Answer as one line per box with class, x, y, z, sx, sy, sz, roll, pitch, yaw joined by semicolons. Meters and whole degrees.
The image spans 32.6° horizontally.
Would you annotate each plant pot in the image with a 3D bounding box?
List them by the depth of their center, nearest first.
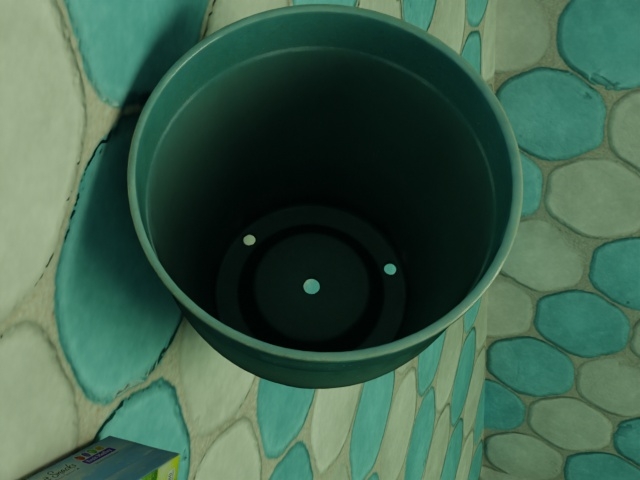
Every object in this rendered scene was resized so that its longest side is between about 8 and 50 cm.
plant pot;0.000;0.000;0.864;0.255;0.272;0.271;95;12;-67

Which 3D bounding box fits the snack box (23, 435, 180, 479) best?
snack box;-0.176;0.261;0.758;0.174;0.070;0.207;-15;114;-69
